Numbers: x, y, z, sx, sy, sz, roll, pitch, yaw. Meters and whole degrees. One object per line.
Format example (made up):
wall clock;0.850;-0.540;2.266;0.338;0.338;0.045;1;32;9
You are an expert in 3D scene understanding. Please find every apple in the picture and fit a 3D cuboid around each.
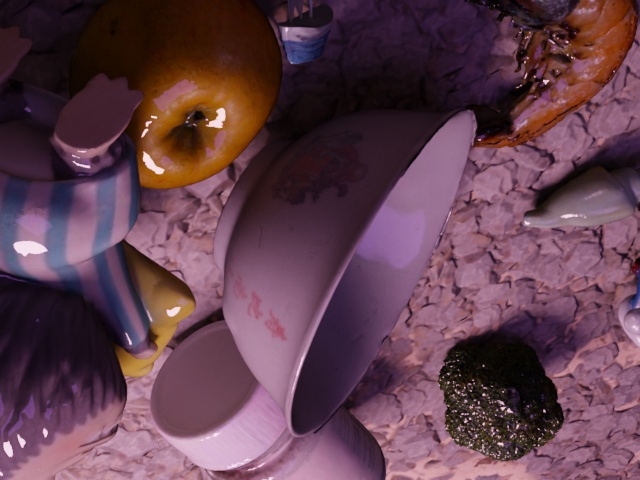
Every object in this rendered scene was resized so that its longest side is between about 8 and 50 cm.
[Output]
apple;-0.120;-0.131;0.886;0.182;0.155;0.182;-9;128;-12

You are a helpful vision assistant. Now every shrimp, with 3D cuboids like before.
shrimp;0.171;-0.188;1.017;0.290;0.054;0.222;17;121;-35

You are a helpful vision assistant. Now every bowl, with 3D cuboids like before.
bowl;0.000;0.000;1.004;0.157;0.345;0.345;27;125;15

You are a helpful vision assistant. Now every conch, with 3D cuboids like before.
conch;0.309;-0.049;1.188;0.180;0.088;0.065;-19;89;3

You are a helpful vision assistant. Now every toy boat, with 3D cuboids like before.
toy boat;-0.014;-0.216;0.899;0.034;0.105;0.149;9;136;15

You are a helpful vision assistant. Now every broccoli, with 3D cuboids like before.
broccoli;0.224;0.198;1.306;0.162;0.146;0.138;1;167;-6

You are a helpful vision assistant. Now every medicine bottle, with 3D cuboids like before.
medicine bottle;-0.053;0.220;1.194;0.165;0.165;0.273;-34;131;8

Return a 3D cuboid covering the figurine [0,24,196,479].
figurine;-0.288;0.096;0.799;0.266;0.378;0.361;23;140;10

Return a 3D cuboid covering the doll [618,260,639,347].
doll;0.448;0.028;1.232;0.215;0.161;0.257;-33;151;-30
